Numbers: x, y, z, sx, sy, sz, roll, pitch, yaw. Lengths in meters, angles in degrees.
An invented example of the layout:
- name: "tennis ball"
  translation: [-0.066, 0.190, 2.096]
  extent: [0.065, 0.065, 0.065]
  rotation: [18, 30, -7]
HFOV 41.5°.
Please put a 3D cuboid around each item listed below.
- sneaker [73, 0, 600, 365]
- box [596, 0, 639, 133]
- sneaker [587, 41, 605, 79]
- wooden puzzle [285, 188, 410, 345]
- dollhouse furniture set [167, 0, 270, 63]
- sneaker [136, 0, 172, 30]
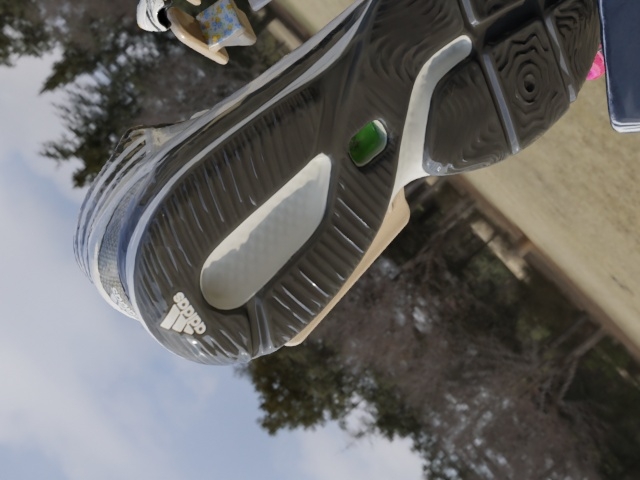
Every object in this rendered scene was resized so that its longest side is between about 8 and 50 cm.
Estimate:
- name: "sneaker"
  translation: [-0.004, -0.109, 0.636]
  extent: [0.257, 0.447, 0.169]
  rotation: [16, 139, 53]
- name: "box"
  translation: [0.315, -0.220, 0.429]
  extent: [0.395, 0.293, 0.212]
  rotation: [-43, -54, -53]
- name: "sneaker"
  translation: [0.188, -0.254, 0.905]
  extent: [0.299, 0.112, 0.121]
  rotation: [21, 178, 39]
- name: "wooden puzzle"
  translation: [0.000, 0.000, 1.275]
  extent: [0.080, 0.322, 0.348]
  rotation: [40, 174, 19]
- name: "dollhouse furniture set"
  translation: [-0.151, -0.567, 1.351]
  extent: [0.256, 0.362, 0.394]
  rotation: [17, -135, -63]
- name: "sneaker"
  translation: [-0.169, -0.257, 0.871]
  extent: [0.037, 0.083, 0.032]
  rotation: [17, -142, 19]
